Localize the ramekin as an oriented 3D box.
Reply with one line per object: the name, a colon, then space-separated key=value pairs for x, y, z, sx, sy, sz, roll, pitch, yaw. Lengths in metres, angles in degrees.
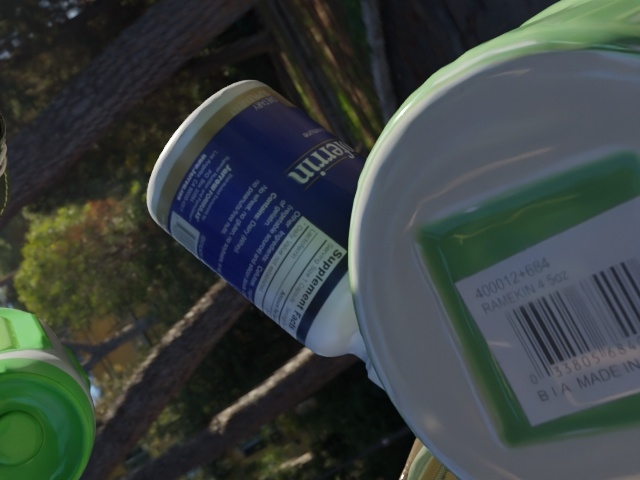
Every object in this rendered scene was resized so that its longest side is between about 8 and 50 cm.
ramekin: x=0.161 y=0.015 z=0.502 sx=0.148 sy=0.303 sz=0.303 roll=-25 pitch=-97 yaw=-49

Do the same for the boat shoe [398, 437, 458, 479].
boat shoe: x=0.100 y=0.181 z=0.703 sx=0.072 sy=0.190 sz=0.068 roll=19 pitch=150 yaw=12

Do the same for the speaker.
speaker: x=-0.271 y=0.135 z=0.798 sx=0.131 sy=0.131 sz=0.296 roll=59 pitch=164 yaw=-15

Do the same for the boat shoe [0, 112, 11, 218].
boat shoe: x=-0.321 y=-0.105 z=0.770 sx=0.335 sy=0.096 sz=0.112 roll=79 pitch=-151 yaw=-54

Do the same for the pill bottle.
pill bottle: x=0.000 y=0.000 z=0.766 sx=0.265 sy=0.153 sz=0.153 roll=38 pitch=176 yaw=13
